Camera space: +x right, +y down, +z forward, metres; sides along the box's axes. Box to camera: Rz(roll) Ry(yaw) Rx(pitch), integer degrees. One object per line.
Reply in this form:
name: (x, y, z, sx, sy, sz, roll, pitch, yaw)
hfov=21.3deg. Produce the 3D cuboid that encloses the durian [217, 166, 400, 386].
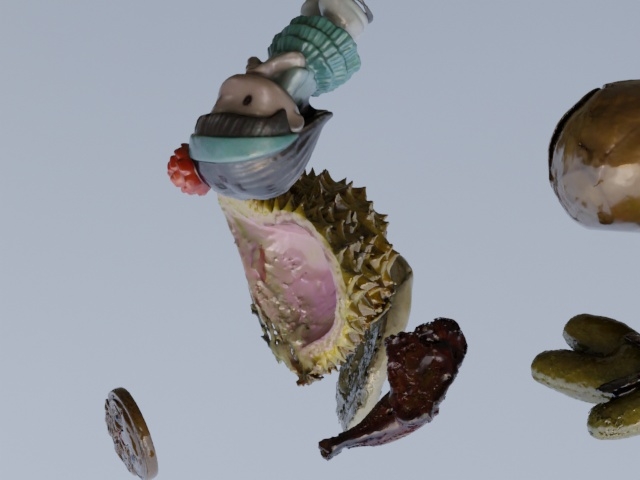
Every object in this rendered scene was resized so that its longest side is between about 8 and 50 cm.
durian: (0.012, 0.008, 2.166, 0.195, 0.185, 0.305, -9, -119, -39)

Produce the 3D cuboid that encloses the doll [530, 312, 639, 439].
doll: (0.262, 0.099, 1.310, 0.209, 0.097, 0.137, 16, -146, 35)

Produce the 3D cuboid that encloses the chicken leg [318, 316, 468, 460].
chicken leg: (0.085, 0.167, 1.834, 0.093, 0.205, 0.053, 33, 162, -2)

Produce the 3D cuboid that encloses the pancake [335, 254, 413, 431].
pancake: (0.071, 0.147, 2.414, 0.049, 0.282, 0.282, 17, -166, -11)

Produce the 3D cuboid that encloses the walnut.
walnut: (0.260, -0.065, 1.379, 0.137, 0.137, 0.245, 7, -175, 30)

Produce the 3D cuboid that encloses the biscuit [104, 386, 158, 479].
biscuit: (-0.244, 0.248, 2.147, 0.026, 0.124, 0.175, -20, 176, -19)

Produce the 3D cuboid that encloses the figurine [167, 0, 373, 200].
figurine: (-0.041, -0.139, 1.656, 0.138, 0.110, 0.245, -14, -144, 57)
